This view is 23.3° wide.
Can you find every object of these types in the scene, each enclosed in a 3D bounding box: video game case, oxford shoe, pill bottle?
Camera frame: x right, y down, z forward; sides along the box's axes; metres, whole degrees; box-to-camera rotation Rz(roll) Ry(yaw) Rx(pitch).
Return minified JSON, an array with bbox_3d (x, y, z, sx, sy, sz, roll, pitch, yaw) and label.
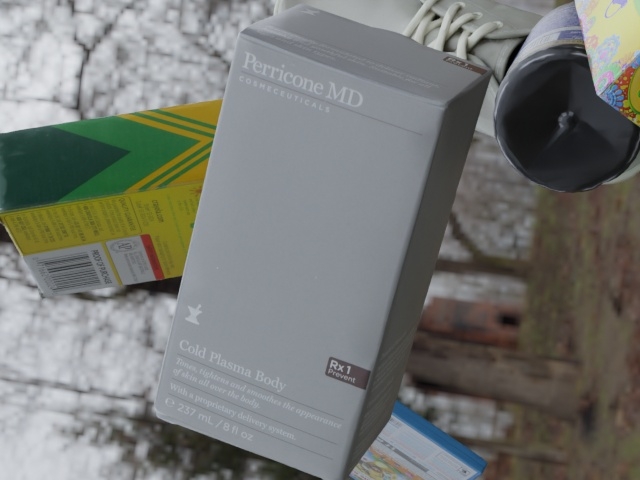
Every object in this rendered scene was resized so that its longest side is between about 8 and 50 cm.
[{"bbox_3d":[0.067,0.191,1.380,0.015,0.119,0.166,-57,2,-29],"label":"video game case"},{"bbox_3d":[0.143,-0.194,1.615,0.169,0.449,0.130,-61,-24,-5],"label":"oxford shoe"},{"bbox_3d":[0.221,-0.132,1.306,0.219,0.122,0.123,-55,-29,-62],"label":"pill bottle"}]

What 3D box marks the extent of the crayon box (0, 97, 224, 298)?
[{"bbox_3d":[-0.112,-0.041,1.374,0.202,0.318,0.081,86,175,-67],"label":"crayon box"}]

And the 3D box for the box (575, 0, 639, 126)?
[{"bbox_3d":[0.386,-0.168,1.104,0.290,0.279,0.177,-48,20,27],"label":"box"}]

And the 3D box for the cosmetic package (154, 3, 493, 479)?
[{"bbox_3d":[0.000,0.000,0.876,0.107,0.127,0.238,-43,-31,-61],"label":"cosmetic package"}]
